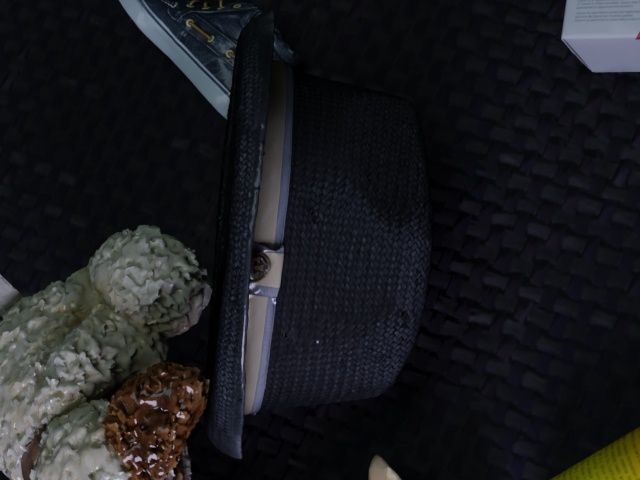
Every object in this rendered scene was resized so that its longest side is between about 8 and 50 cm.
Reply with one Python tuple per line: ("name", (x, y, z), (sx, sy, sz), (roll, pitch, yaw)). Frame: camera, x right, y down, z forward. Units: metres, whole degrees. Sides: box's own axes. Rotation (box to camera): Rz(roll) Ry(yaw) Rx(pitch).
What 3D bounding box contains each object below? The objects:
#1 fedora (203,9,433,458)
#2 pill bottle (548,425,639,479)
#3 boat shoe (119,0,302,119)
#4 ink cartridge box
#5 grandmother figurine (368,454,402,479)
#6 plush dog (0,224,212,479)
("fedora", (0.000, 0.000, 1.467), (0.152, 0.334, 0.334), (5, 72, -5))
("pill bottle", (0.231, 0.185, 1.329), (0.215, 0.117, 0.117), (-33, 61, 14))
("boat shoe", (-0.094, -0.180, 1.663), (0.083, 0.065, 0.183), (-46, 65, 5))
("ink cartridge box", (0.262, -0.221, 1.480), (0.127, 0.072, 0.175), (2, 74, 29))
("grandmother figurine", (-0.047, 0.310, 1.393), (0.342, 0.104, 0.208), (-39, 38, -9))
("plush dog", (-0.168, 0.148, 1.430), (0.225, 0.210, 0.262), (53, 142, 46))
